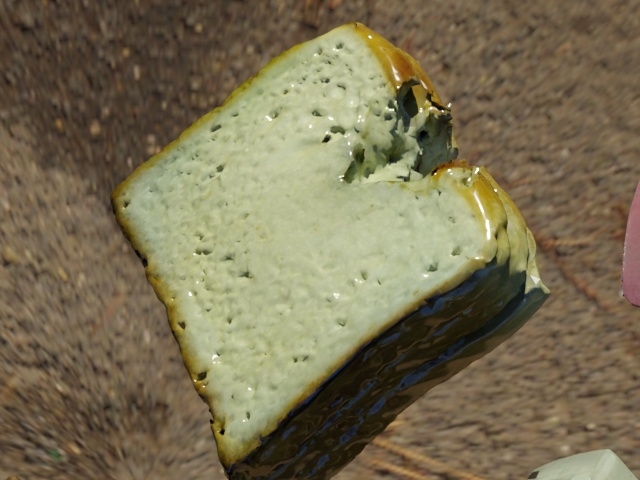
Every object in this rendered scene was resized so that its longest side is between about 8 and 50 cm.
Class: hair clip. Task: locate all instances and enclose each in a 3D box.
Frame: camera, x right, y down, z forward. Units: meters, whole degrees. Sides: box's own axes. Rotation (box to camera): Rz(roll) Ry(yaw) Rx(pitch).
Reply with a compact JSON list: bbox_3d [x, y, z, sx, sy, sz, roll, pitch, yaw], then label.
[{"bbox_3d":[0.234,-0.013,1.238,0.054,0.022,0.137,-7,45,29],"label":"hair clip"}]

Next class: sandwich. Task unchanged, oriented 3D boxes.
[{"bbox_3d":[0.001,0.001,1.248,0.249,0.095,0.273,-39,49,11],"label":"sandwich"}]

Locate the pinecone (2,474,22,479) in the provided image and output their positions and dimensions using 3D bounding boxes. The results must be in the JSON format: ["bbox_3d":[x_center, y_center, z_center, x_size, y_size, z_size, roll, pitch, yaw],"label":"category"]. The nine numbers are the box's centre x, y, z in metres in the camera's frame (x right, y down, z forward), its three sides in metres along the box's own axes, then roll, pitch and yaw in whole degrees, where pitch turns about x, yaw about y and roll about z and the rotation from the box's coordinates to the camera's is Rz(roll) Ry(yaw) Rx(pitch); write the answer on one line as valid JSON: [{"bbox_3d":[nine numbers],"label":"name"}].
[{"bbox_3d":[-0.248,0.335,1.239,0.398,0.398,0.397,1,82,-5],"label":"pinecone"}]

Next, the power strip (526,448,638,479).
[{"bbox_3d":[0.226,0.240,1.223,0.272,0.078,0.052,49,48,-15],"label":"power strip"}]
